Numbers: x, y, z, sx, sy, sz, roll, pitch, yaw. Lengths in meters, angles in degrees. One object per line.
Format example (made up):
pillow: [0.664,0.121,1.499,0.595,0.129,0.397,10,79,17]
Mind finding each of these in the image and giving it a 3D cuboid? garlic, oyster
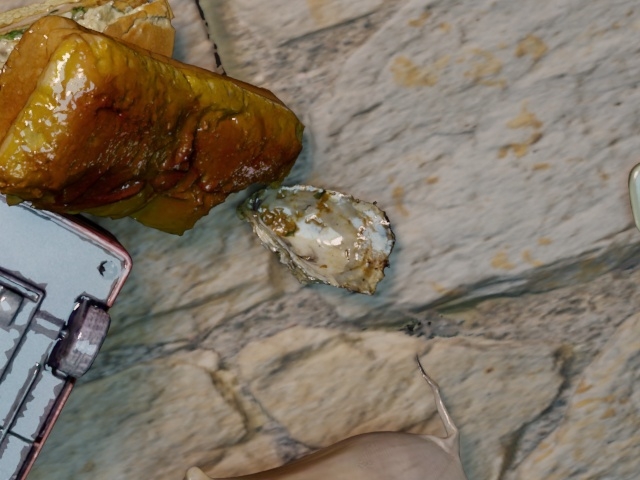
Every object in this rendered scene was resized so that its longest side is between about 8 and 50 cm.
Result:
garlic: [0.023,0.328,1.891,0.340,0.231,0.246,-26,59,-18]
oyster: [-0.007,-0.005,1.861,0.177,0.056,0.105,11,88,-11]

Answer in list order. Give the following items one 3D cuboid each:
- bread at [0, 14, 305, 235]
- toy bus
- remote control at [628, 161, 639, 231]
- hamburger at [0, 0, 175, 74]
bread: [-0.168,-0.093,1.697,0.380,0.109,0.185,13,110,-54]
toy bus: [-0.370,0.148,1.756,0.203,0.233,0.427,28,94,-12]
remote control: [0.490,-0.076,1.923,0.309,0.038,0.090,-12,103,-6]
hamburger: [-0.274,-0.156,1.750,0.283,0.144,0.156,-18,110,-7]
